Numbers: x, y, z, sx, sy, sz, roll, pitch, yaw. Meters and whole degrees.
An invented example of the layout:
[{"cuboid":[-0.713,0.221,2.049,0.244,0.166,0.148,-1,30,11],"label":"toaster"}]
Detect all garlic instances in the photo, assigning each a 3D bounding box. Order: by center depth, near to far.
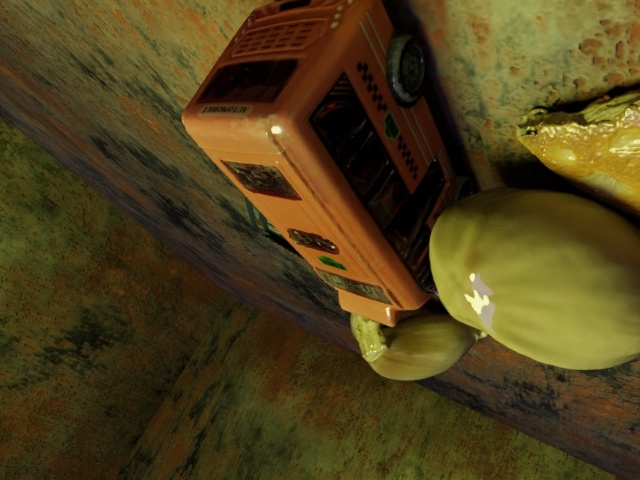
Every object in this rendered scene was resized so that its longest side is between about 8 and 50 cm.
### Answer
[{"cuboid":[0.244,0.220,1.187,0.340,0.231,0.246,-9,139,-7],"label":"garlic"}]

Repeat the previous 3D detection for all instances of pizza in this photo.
[{"cuboid":[0.292,-0.097,0.456,0.182,0.062,0.161,31,169,15],"label":"pizza"}]

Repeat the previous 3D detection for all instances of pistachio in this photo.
[{"cuboid":[0.291,0.042,0.560,0.332,0.226,0.208,13,144,-4],"label":"pistachio"}]

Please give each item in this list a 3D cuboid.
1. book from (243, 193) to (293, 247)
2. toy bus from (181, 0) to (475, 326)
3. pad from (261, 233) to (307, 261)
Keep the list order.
[{"cuboid":[0.000,0.000,1.179,0.428,0.039,0.300,28,164,7],"label":"book"},{"cuboid":[0.043,-0.077,0.605,0.203,0.233,0.427,14,155,40],"label":"toy bus"},{"cuboid":[-0.040,0.046,1.329,0.265,0.009,0.159,30,-175,6],"label":"pad"}]
